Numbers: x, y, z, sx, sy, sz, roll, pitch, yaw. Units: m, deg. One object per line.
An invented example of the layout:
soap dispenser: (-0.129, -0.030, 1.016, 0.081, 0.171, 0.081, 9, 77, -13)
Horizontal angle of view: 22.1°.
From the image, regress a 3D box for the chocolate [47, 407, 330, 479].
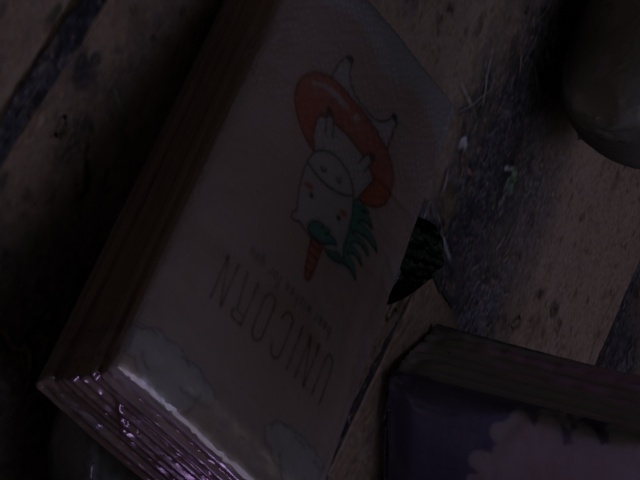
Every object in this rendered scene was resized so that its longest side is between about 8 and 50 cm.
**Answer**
chocolate: (-0.078, 0.168, 0.995, 0.185, 0.100, 0.303, -51, 136, -38)

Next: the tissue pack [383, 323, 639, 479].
tissue pack: (0.223, 0.227, 1.322, 0.125, 0.344, 0.242, -35, 132, -54)

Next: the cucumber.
cucumber: (0.001, 0.000, 1.096, 0.241, 0.074, 0.074, 11, 94, -59)

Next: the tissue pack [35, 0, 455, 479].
tissue pack: (-0.027, -0.005, 0.932, 0.170, 0.071, 0.325, 49, 46, -32)

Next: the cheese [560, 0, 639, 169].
cheese: (0.302, -0.154, 1.483, 0.189, 0.154, 0.198, 37, 68, -44)
